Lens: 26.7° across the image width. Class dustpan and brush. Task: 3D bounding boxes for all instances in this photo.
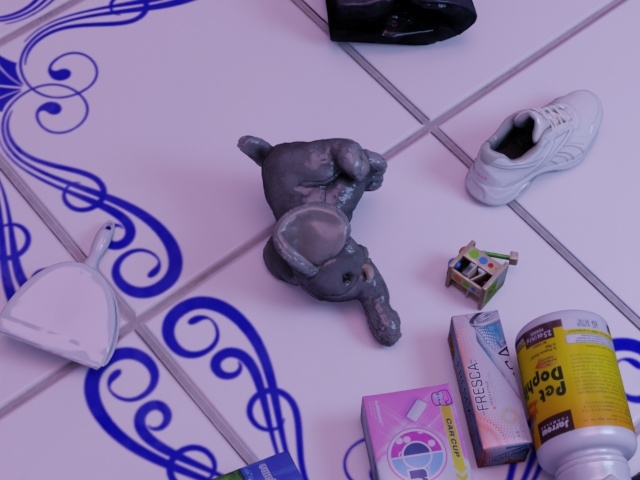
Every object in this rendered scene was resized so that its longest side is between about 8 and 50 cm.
[{"bbox_3d":[-0.304,0.055,1.705,0.147,0.060,0.211,21,65,-1],"label":"dustpan and brush"}]

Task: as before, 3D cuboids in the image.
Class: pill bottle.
[{"bbox_3d":[0.302,0.198,1.584,0.117,0.117,0.215,-5,57,-4],"label":"pill bottle"}]

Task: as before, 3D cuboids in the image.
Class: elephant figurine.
[{"bbox_3d":[0.000,0.000,1.693,0.186,0.169,0.240,-3,70,31],"label":"elephant figurine"}]

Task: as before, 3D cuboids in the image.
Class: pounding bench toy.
[{"bbox_3d":[0.206,0.032,1.725,0.065,0.052,0.083,36,63,20],"label":"pounding bench toy"}]

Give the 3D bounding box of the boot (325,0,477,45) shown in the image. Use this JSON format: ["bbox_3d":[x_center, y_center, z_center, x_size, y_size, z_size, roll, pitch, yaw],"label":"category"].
[{"bbox_3d":[0.171,-0.498,2.000,0.366,0.146,0.445,-10,54,4],"label":"boot"}]

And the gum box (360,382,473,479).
[{"bbox_3d":[0.116,0.269,1.567,0.107,0.062,0.188,-8,58,-6],"label":"gum box"}]

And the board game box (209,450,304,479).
[{"bbox_3d":[-0.119,0.400,1.420,0.318,0.066,0.319,-20,40,-14],"label":"board game box"}]

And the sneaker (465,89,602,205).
[{"bbox_3d":[0.298,-0.141,1.799,0.232,0.115,0.090,-37,66,-22],"label":"sneaker"}]

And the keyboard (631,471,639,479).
[{"bbox_3d":[0.490,0.374,1.529,0.201,0.033,0.317,-26,63,-13],"label":"keyboard"}]

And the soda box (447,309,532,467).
[{"bbox_3d":[0.203,0.179,1.629,0.062,0.058,0.183,-7,59,-6],"label":"soda box"}]

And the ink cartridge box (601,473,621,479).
[{"bbox_3d":[0.242,0.421,1.362,0.307,0.223,0.129,-33,38,-20],"label":"ink cartridge box"}]
